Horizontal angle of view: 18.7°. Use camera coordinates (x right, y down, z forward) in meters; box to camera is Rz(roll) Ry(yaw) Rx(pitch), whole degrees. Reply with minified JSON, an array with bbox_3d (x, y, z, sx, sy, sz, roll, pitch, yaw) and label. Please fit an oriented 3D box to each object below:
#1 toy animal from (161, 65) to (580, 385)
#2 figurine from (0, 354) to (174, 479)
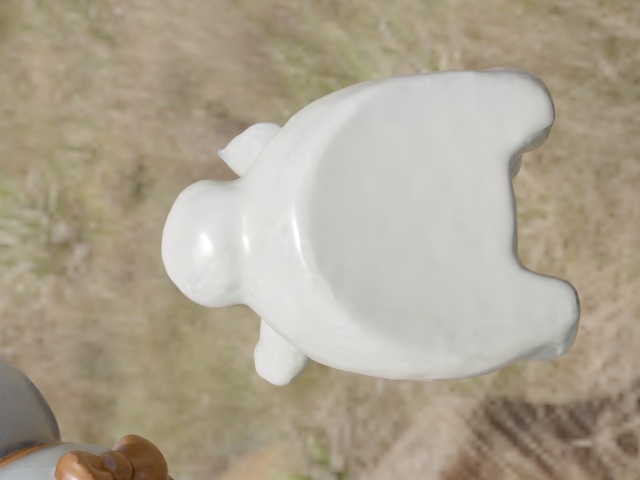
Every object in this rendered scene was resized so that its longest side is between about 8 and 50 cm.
[{"bbox_3d":[0.011,-0.001,1.261,0.367,0.241,0.196,163,105,-82],"label":"toy animal"},{"bbox_3d":[-0.123,0.109,0.757,0.271,0.143,0.143,61,143,14],"label":"figurine"}]
